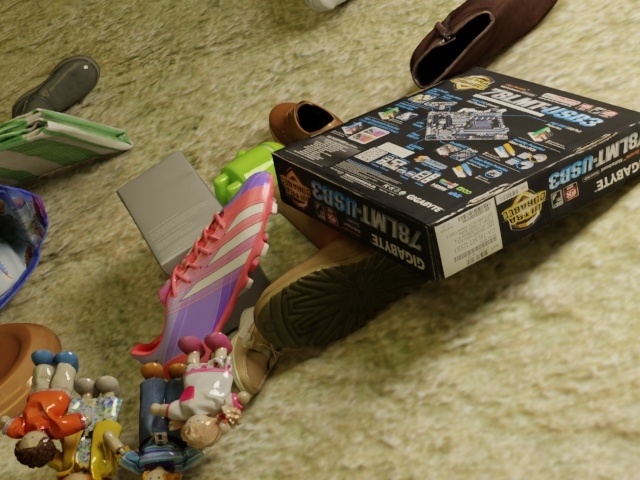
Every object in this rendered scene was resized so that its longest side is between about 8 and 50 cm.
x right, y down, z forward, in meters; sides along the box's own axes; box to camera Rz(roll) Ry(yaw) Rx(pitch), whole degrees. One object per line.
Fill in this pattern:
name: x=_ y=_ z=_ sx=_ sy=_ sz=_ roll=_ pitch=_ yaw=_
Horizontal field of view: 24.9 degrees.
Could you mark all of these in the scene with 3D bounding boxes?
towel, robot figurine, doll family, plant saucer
towel: x=-0.462 y=-0.108 z=2.091 sx=0.325 sy=0.038 sz=0.248 roll=-20 pitch=-10 yaw=21
robot figurine: x=-0.078 y=-0.080 z=1.798 sx=0.115 sy=0.067 sz=0.101 roll=-35 pitch=44 yaw=-29
doll family: x=-0.189 y=0.199 z=1.467 sx=0.263 sy=0.118 sz=0.163 roll=-8 pitch=43 yaw=9
plant saucer: x=-0.411 y=0.168 z=1.771 sx=0.200 sy=0.037 sz=0.200 roll=-23 pitch=31 yaw=15

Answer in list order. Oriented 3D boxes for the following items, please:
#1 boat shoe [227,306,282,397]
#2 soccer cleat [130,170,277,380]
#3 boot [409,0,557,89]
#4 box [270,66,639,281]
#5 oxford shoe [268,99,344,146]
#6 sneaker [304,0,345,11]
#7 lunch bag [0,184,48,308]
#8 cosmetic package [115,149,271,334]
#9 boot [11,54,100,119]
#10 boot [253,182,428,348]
boat shoe: x=-0.065 y=0.111 z=1.532 sx=0.045 sy=0.050 sz=0.135 roll=-23 pitch=32 yaw=21
soccer cleat: x=-0.119 y=0.036 z=1.540 sx=0.083 sy=0.095 sz=0.248 roll=-101 pitch=32 yaw=-80
boot: x=0.211 y=-0.268 z=1.747 sx=0.248 sy=0.090 sz=0.207 roll=-41 pitch=4 yaw=10
box: x=0.146 y=-0.083 z=1.528 sx=0.293 sy=0.073 sz=0.295 roll=-24 pitch=29 yaw=-26
oxford shoe: x=-0.016 y=-0.153 z=1.854 sx=0.076 sy=0.076 sz=0.212 roll=-40 pitch=30 yaw=-12
sneaker: x=0.119 y=-0.475 z=2.141 sx=0.210 sy=0.137 sz=0.366 roll=-3 pitch=37 yaw=43
lunch bag: x=-0.588 y=0.051 z=1.908 sx=0.328 sy=0.239 sz=0.385 roll=-9 pitch=21 yaw=40
cosmetic package: x=-0.148 y=0.002 z=1.694 sx=0.107 sy=0.127 sz=0.238 roll=-34 pitch=29 yaw=-7
boot: x=-0.436 y=-0.192 z=2.286 sx=0.189 sy=0.076 sz=0.208 roll=-37 pitch=21 yaw=19
boot: x=0.000 y=0.000 z=1.609 sx=0.236 sy=0.089 sz=0.269 roll=-23 pitch=30 yaw=-12
